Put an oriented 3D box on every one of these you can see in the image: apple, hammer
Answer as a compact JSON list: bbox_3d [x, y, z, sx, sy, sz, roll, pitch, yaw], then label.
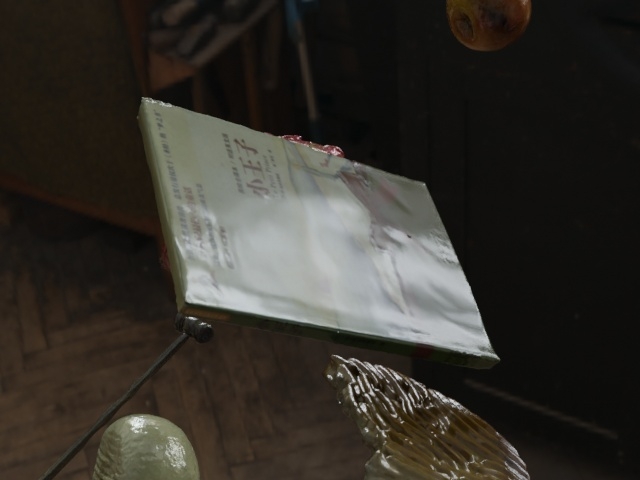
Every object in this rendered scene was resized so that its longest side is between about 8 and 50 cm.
[{"bbox_3d":[0.271,-0.374,1.945,0.146,0.146,0.146,-3,39,3],"label":"apple"},{"bbox_3d":[-0.249,0.200,1.505,0.058,0.029,0.292,21,59,45],"label":"hammer"}]

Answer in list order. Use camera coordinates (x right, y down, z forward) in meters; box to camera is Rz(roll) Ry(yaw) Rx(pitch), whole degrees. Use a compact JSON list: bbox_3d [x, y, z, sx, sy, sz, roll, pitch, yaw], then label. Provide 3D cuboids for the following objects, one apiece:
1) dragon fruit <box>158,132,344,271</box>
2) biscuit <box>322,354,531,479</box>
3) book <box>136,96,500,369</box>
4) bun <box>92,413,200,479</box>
[{"bbox_3d":[-0.078,-0.058,1.318,0.274,0.126,0.161,-9,60,22],"label":"dragon fruit"},{"bbox_3d":[0.070,0.149,0.906,0.228,0.031,0.176,33,21,34],"label":"biscuit"},{"bbox_3d":[0.000,0.000,0.932,0.289,0.026,0.201,13,44,-34],"label":"book"},{"bbox_3d":[-0.188,0.279,1.276,0.111,0.188,0.164,13,-8,-26],"label":"bun"}]
